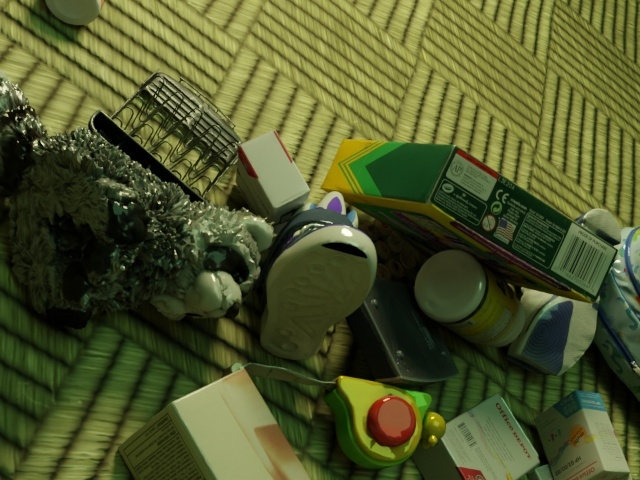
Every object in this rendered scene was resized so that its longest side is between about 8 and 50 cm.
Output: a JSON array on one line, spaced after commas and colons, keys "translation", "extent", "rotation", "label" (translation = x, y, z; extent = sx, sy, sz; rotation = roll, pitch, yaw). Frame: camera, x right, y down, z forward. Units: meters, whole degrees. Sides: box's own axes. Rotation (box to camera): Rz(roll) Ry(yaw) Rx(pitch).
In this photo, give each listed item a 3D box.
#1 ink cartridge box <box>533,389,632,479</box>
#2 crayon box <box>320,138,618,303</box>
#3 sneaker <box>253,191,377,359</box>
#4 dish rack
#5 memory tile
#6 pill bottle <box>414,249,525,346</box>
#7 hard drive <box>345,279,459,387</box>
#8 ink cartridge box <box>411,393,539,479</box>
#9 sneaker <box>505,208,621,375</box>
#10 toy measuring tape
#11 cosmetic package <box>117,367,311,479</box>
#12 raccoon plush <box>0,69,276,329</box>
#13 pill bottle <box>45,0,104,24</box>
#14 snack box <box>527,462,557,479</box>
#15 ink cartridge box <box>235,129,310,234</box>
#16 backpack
[{"translation": [0.422, 0.345, 1.678], "extent": [0.062, 0.104, 0.181], "rotation": [13, 46, -32], "label": "ink cartridge box"}, {"translation": [0.231, -0.037, 1.669], "extent": [0.363, 0.313, 0.106], "rotation": [28, 84, -29], "label": "crayon box"}, {"translation": [0.000, 0.000, 1.441], "extent": [0.130, 0.322, 0.236], "rotation": [16, 56, -8], "label": "sneaker"}, {"translation": [-0.215, -0.150, 1.551], "extent": [0.208, 0.074, 0.271], "rotation": [42, 41, -9], "label": "dish rack"}, {"translation": [0.093, 0.020, 1.741], "extent": [0.148, 0.012, 0.113], "rotation": [-21, 76, -48], "label": "memory tile"}, {"translation": [0.248, 0.100, 1.698], "extent": [0.208, 0.119, 0.119], "rotation": [33, 38, -53], "label": "pill bottle"}, {"translation": [0.118, 0.145, 1.579], "extent": [0.255, 0.054, 0.172], "rotation": [11, 50, -64], "label": "hard drive"}, {"translation": [0.234, 0.325, 1.585], "extent": [0.175, 0.072, 0.127], "rotation": [-18, 72, -47], "label": "ink cartridge box"}, {"translation": [0.409, 0.093, 1.886], "extent": [0.127, 0.182, 0.315], "rotation": [34, 72, -20], "label": "sneaker"}, {"translation": [0.024, 0.248, 1.443], "extent": [0.330, 0.121, 0.121], "rotation": [13, 51, -19], "label": "toy measuring tape"}, {"translation": [-0.092, 0.323, 1.239], "extent": [0.129, 0.153, 0.296], "rotation": [-20, 76, -47], "label": "cosmetic package"}, {"translation": [-0.248, -0.074, 1.380], "extent": [0.299, 0.216, 0.446], "rotation": [-2, 61, -52], "label": "raccoon plush"}, {"translation": [-0.361, -0.407, 1.608], "extent": [0.086, 0.086, 0.152], "rotation": [30, 45, -21], "label": "pill bottle"}, {"translation": [0.414, 0.392, 1.734], "extent": [0.178, 0.022, 0.064], "rotation": [-4, 61, -43], "label": "snack box"}, {"translation": [-0.073, -0.081, 1.558], "extent": [0.063, 0.150, 0.109], "rotation": [-28, 78, -13], "label": "ink cartridge box"}, {"translation": [0.626, 0.144, 1.969], "extent": [0.355, 0.273, 0.290], "rotation": [46, 46, 15], "label": "backpack"}]
